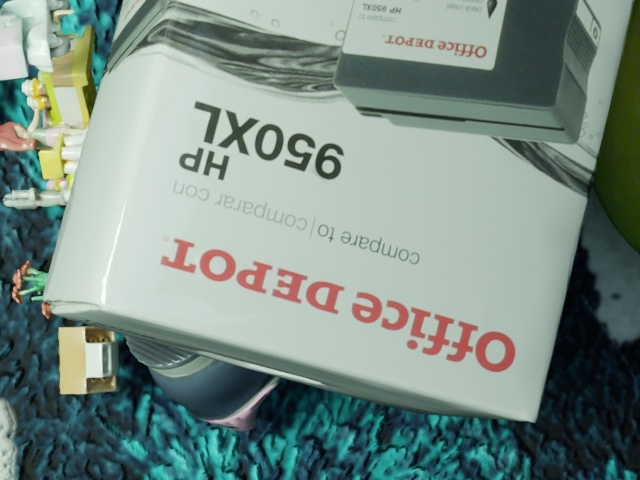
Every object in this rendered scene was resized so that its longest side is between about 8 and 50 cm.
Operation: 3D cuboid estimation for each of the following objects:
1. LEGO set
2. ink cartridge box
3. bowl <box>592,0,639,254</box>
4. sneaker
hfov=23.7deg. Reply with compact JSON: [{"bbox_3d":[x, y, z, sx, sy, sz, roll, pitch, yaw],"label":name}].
[{"bbox_3d":[-0.200,-0.033,1.040,0.107,0.132,0.287,-2,119,2],"label":"LEGO set"},{"bbox_3d":[0.024,-0.108,0.950,0.285,0.166,0.395,16,83,-19],"label":"ink cartridge box"},{"bbox_3d":[0.260,-0.107,1.105,0.156,0.289,0.289,11,93,28],"label":"bowl"},{"bbox_3d":[0.000,0.000,1.108,0.319,0.112,0.131,-45,135,-13],"label":"sneaker"}]
